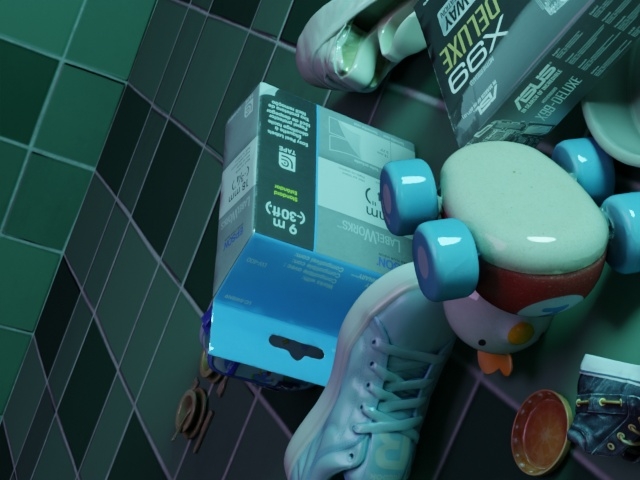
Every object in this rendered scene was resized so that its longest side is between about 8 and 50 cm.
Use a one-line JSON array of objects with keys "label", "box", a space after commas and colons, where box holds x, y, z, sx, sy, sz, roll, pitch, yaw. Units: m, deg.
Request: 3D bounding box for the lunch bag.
[{"label": "lunch bag", "box": [-0.056, 0.090, 1.495, 0.219, 0.176, 0.090, -64, 26, 15]}]

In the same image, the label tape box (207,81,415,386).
[{"label": "label tape box", "box": [0.000, 0.000, 1.368, 0.106, 0.241, 0.333, -39, 41, 46]}]

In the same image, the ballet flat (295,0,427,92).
[{"label": "ballet flat", "box": [0.080, -0.281, 1.516, 0.400, 0.139, 0.139, -33, 45, 49]}]

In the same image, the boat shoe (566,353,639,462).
[{"label": "boat shoe", "box": [0.273, 0.148, 0.926, 0.183, 0.065, 0.083, -179, 104, -71]}]

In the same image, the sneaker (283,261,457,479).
[{"label": "sneaker", "box": [0.075, 0.196, 1.231, 0.150, 0.135, 0.365, -114, 38, -49]}]

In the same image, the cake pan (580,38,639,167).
[{"label": "cake pan", "box": [0.351, -0.197, 1.002, 0.293, 0.054, 0.293, -44, 36, 45]}]

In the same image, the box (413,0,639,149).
[{"label": "box", "box": [0.230, -0.260, 1.120, 0.307, 0.077, 0.242, -49, 35, 36]}]

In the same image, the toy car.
[{"label": "toy car", "box": [0.183, 0.045, 1.078, 0.210, 0.219, 0.238, -114, 19, -54]}]

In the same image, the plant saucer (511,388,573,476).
[{"label": "plant saucer", "box": [0.214, 0.185, 1.071, 0.083, 0.013, 0.083, -44, 37, 46]}]

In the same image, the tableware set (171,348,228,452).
[{"label": "tableware set", "box": [-0.202, 0.238, 1.855, 0.194, 0.039, 0.128, -66, 25, 12]}]
